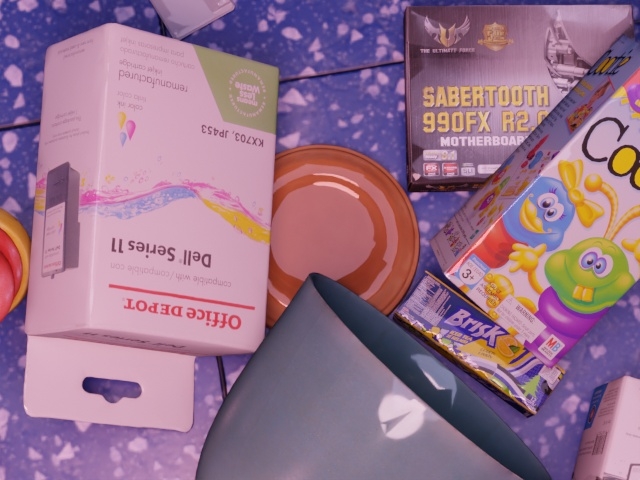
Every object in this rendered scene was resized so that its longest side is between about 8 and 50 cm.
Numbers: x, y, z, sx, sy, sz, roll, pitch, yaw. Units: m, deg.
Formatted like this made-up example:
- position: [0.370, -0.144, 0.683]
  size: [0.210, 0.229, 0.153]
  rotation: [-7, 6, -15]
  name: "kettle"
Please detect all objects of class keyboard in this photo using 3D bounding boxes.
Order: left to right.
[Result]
- position: [-0.183, -0.328, 1.812]
  size: [0.072, 0.014, 0.256]
  rotation: [-31, 82, -1]
  name: "keyboard"

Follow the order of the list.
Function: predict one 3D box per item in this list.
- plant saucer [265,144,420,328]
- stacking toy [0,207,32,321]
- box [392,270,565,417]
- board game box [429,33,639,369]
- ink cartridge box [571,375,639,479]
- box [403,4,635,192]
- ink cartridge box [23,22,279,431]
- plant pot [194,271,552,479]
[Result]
- position: [0.000, 0.000, 1.746]
  size: [0.200, 0.037, 0.200]
  rotation: [0, 80, -1]
  name: "plant saucer"
- position: [-0.423, 0.105, 1.603]
  size: [0.279, 0.130, 0.309]
  rotation: [14, 103, -12]
  name: "stacking toy"
- position: [0.153, 0.102, 1.719]
  size: [0.169, 0.059, 0.054]
  rotation: [37, 83, 5]
  name: "box"
- position: [0.252, -0.039, 1.655]
  size: [0.142, 0.144, 0.275]
  rotation: [41, 99, -10]
  name: "board game box"
- position: [0.286, 0.239, 1.654]
  size: [0.086, 0.148, 0.203]
  rotation: [15, 81, -1]
  name: "ink cartridge box"
- position: [0.199, -0.142, 1.764]
  size: [0.231, 0.056, 0.183]
  rotation: [0, 81, -2]
  name: "box"
- position: [-0.156, -0.004, 1.653]
  size: [0.207, 0.119, 0.353]
  rotation: [10, 78, -39]
  name: "ink cartridge box"
- position: [0.025, 0.211, 1.595]
  size: [0.293, 0.293, 0.235]
  rotation: [42, 97, 6]
  name: "plant pot"
